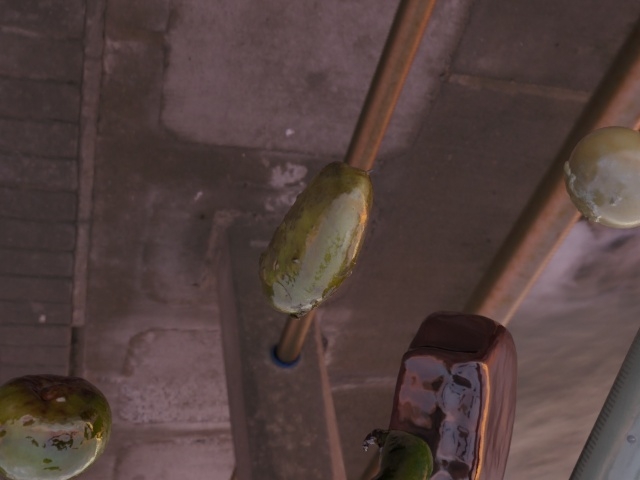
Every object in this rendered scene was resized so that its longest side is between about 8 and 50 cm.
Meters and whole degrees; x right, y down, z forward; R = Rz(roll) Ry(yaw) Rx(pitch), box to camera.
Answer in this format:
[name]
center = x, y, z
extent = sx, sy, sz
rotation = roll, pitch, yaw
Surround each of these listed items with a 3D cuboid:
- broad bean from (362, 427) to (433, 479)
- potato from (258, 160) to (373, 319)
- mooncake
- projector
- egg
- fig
[broad bean]
center = 0.015, 0.253, 0.654
extent = 0.144, 0.292, 0.049
rotation = -21, 98, 46
[potato]
center = 0.000, 0.000, 0.996
extent = 0.113, 0.149, 0.251
rotation = 25, 116, -21
[mooncake]
center = 0.213, 0.297, 1.206
extent = 0.174, 0.334, 0.326
rotation = 9, 117, 29
[projector]
center = 0.415, 0.245, 0.947
extent = 0.108, 0.108, 0.338
rotation = 14, 103, -26
[egg]
center = 0.503, -0.103, 1.235
extent = 0.164, 0.164, 0.201
rotation = -32, 130, 19
[fig]
center = -0.403, 0.281, 1.060
extent = 0.180, 0.181, 0.191
rotation = 5, 126, -19
